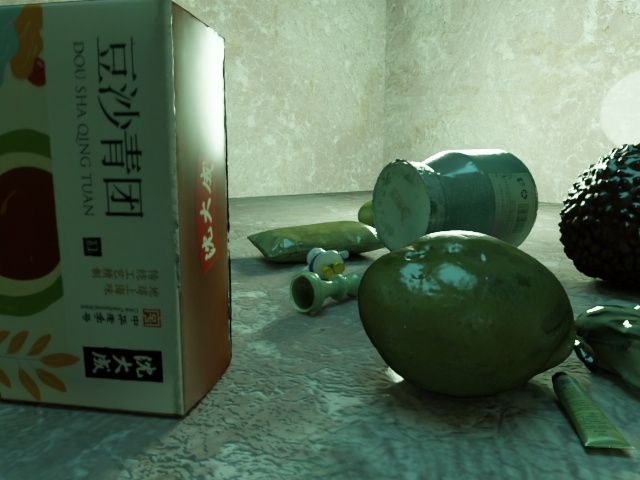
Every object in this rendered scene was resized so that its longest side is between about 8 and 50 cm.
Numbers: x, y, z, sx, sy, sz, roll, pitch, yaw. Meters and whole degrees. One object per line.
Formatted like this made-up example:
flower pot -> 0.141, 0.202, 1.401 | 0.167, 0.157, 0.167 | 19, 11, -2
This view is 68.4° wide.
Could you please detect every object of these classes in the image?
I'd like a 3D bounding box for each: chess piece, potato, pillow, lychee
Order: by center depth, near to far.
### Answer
potato -> 0.144, 0.071, 0.463 | 0.234, 0.160, 0.178 | 6, 27, -24
chess piece -> 0.023, 0.075, 0.729 | 0.059, 0.059, 0.149 | 9, 6, 43
lychee -> 0.553, -0.043, 0.814 | 0.267, 0.268, 0.267 | 0, 10, 0
pillow -> 0.000, 0.000, 1.076 | 0.302, 0.075, 0.185 | -5, 14, -23

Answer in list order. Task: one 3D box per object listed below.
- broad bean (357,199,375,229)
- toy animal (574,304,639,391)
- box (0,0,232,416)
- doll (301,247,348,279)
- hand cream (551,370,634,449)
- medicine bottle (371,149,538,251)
broad bean -> 0.253, -0.075, 1.380 | 0.290, 0.119, 0.238 | -3, 11, -13
toy animal -> 0.384, 0.102, 0.480 | 0.254, 0.090, 0.170 | -2, 5, -26
box -> -0.292, -0.031, 0.465 | 0.384, 0.345, 0.122 | 2, 9, 10
doll -> 0.004, 0.041, 0.898 | 0.098, 0.058, 0.143 | -24, 15, -14
hand cream -> 0.224, 0.146, 0.404 | 0.035, 0.022, 0.102 | 1, 15, 6
medicine bottle -> 0.282, -0.079, 1.032 | 0.289, 0.245, 0.245 | -4, 11, -27
